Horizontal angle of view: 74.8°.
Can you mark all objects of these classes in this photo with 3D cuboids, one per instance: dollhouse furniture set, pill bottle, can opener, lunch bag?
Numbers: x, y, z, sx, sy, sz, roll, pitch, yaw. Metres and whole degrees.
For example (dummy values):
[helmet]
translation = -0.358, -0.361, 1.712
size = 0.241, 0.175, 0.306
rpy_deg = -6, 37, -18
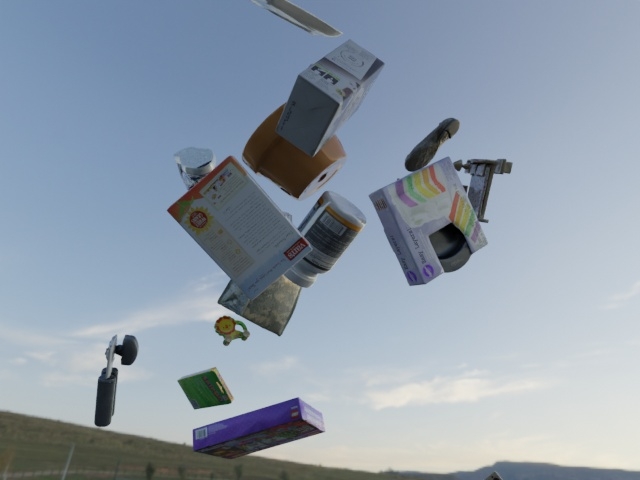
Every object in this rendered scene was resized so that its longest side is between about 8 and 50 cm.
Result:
[dollhouse furniture set]
translation = 0.444, -0.125, 1.390
size = 0.174, 0.303, 0.355
rpy_deg = 8, 9, -2
[pill bottle]
translation = 0.000, 0.000, 1.272
size = 0.162, 0.162, 0.278
rpy_deg = 26, -69, -32
[can opener]
translation = -0.590, 0.405, 1.213
size = 0.095, 0.076, 0.283
rpy_deg = 8, -75, -15
[lunch bag]
translation = -0.192, 0.163, 1.522
size = 0.169, 0.287, 0.235
rpy_deg = 17, -17, 43

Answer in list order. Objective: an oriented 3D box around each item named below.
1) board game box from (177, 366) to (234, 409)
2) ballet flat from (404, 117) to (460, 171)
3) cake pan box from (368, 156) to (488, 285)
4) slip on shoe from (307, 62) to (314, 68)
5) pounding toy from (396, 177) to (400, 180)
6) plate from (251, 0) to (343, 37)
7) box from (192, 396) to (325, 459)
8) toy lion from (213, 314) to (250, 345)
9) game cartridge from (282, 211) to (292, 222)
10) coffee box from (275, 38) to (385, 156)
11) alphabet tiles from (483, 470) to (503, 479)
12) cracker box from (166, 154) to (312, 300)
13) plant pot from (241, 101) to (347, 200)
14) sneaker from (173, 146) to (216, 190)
[board game box]
translation = -0.384, 0.498, 1.404
size = 0.259, 0.039, 0.124
rpy_deg = -27, -87, 44
[ballet flat]
translation = 0.374, -0.332, 1.436
size = 0.250, 0.058, 0.084
rpy_deg = -45, -44, -4
[cake pan box]
translation = 0.276, -0.047, 1.050
size = 0.246, 0.266, 0.070
rpy_deg = -25, 3, -24
[slip on shoe]
translation = -0.043, -0.444, 1.210
size = 0.041, 0.135, 0.051
rpy_deg = 27, -6, -13
[pounding toy]
translation = 0.244, -0.116, 1.285
size = 0.100, 0.130, 0.141
rpy_deg = -29, 6, -1
[plate]
translation = -0.116, -0.620, 1.098
size = 0.277, 0.278, 0.045
rpy_deg = -5, -49, -50
[box]
translation = -0.154, 0.502, 1.103
size = 0.293, 0.057, 0.201
rpy_deg = -20, -36, 7
[toy lion]
translation = -0.289, 0.285, 1.352
size = 0.100, 0.096, 0.034
rpy_deg = -8, -31, -34
[game cartridge]
translation = -0.089, -0.037, 0.930
size = 0.017, 0.055, 0.083
rpy_deg = 3, 3, 27
[coffee box]
translation = 0.029, -0.365, 1.053
size = 0.119, 0.297, 0.168
rpy_deg = 35, -42, 0
[alphabet tiles]
translation = 0.409, 0.706, 0.996
size = 0.009, 0.198, 0.237
rpy_deg = 7, -54, -48
[cracker box]
translation = -0.148, -0.023, 0.798
size = 0.156, 0.067, 0.232
rpy_deg = -40, -79, 1
[plant pot]
translation = -0.058, -0.256, 1.246
size = 0.203, 0.291, 0.291
rpy_deg = 49, -38, 5
[sneaker]
translation = -0.447, -0.225, 1.616
size = 0.323, 0.130, 0.236
rpy_deg = 29, -35, 51
